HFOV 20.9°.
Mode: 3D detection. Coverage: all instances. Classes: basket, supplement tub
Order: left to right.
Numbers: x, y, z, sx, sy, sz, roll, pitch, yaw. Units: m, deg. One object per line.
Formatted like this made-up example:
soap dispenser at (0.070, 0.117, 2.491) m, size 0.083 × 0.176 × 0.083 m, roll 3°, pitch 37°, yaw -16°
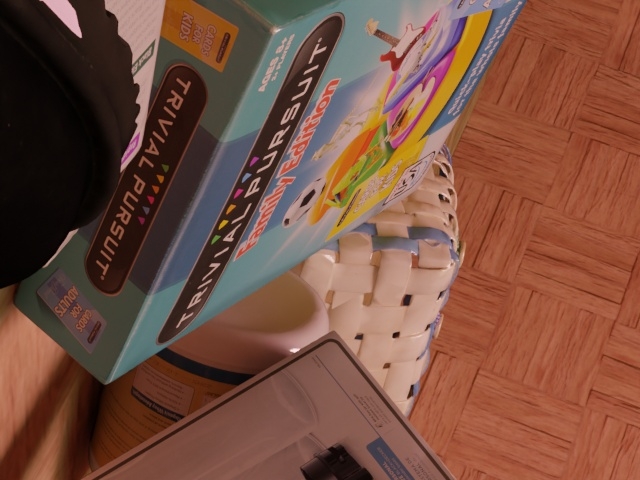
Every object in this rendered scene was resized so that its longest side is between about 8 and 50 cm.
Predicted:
supplement tub at (-0.084, 0.118, 1.231) m, size 0.144 × 0.144 × 0.199 m, roll -54°, pitch 163°, yaw -63°
basket at (0.000, 0.000, 1.408) m, size 0.289 × 0.201 × 0.255 m, roll -113°, pitch -150°, yaw -47°

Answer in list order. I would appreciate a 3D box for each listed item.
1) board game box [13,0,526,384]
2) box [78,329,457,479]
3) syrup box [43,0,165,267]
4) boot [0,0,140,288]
board game box at (-0.003, -0.088, 1.000) m, size 0.336 × 0.079 × 0.254 m, roll -33°, pitch 157°, yaw -49°
box at (-0.062, 0.202, 1.061) m, size 0.290 × 0.169 × 0.087 m, roll -29°, pitch 155°, yaw -21°
syrup box at (-0.111, -0.115, 0.637) m, size 0.096 × 0.093 × 0.237 m, roll -60°, pitch 168°, yaw -52°
boot at (-0.169, 0.013, 0.441) m, size 0.348 × 0.131 × 0.260 m, roll 73°, pitch 36°, yaw -70°
